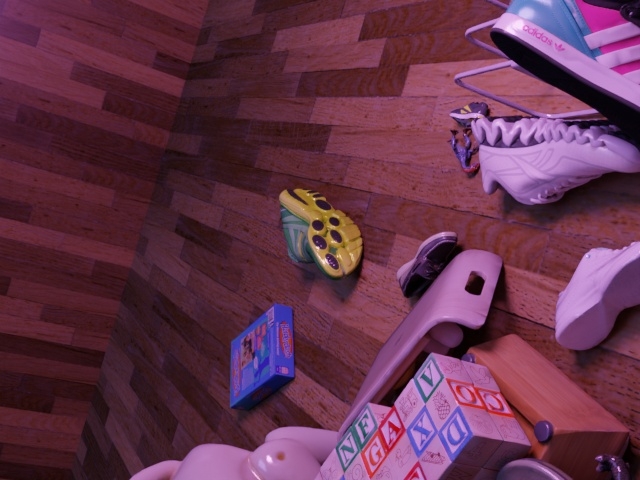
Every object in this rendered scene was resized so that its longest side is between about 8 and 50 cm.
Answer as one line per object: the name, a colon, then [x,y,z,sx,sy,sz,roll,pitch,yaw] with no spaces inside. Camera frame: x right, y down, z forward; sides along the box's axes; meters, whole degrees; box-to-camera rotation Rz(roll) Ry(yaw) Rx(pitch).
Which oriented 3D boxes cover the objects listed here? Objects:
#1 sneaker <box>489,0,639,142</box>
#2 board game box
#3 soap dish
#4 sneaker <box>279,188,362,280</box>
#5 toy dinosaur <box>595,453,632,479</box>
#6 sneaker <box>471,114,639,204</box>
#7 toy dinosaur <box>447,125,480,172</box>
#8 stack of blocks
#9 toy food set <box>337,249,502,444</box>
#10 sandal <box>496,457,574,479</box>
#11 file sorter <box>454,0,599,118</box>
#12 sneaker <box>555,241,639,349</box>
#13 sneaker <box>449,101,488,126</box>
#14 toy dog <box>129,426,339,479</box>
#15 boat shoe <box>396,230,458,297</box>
sneaker: [0.355,-0.218,0.890,0.178,0.295,0.124,-57,-3,3]
board game box: [-0.126,0.250,1.737,0.210,0.047,0.160,-41,42,46]
soap dish: [0.216,0.285,0.998,0.291,0.118,0.229,-66,28,13]
sneaker: [0.000,0.000,1.602,0.295,0.109,0.123,-125,33,-55]
toy dinosaur: [0.321,0.320,0.822,0.160,0.121,0.313,44,111,47]
sneaker: [0.310,-0.102,1.067,0.292,0.110,0.118,19,110,62]
toy dinosaur: [0.231,-0.140,1.307,0.090,0.047,0.082,80,-173,-75]
stack of blocks: [0.104,0.277,0.984,0.297,0.087,0.171,-60,30,25]
toy food set: [0.148,0.167,1.165,0.306,0.092,0.220,-56,-3,30]
sandal: [0.216,0.352,0.775,0.120,0.086,0.303,-44,39,45]
file sorter: [0.309,-0.313,1.067,0.173,0.193,0.277,2,78,65]
sneaker: [0.342,0.035,0.951,0.212,0.080,0.094,-50,24,41]
sneaker: [0.241,-0.205,1.316,0.083,0.031,0.035,19,79,59]
toy dog: [-0.082,0.468,1.145,0.284,0.395,0.408,-54,23,19]
boat shoe: [0.172,0.040,1.289,0.152,0.056,0.049,124,144,-50]
